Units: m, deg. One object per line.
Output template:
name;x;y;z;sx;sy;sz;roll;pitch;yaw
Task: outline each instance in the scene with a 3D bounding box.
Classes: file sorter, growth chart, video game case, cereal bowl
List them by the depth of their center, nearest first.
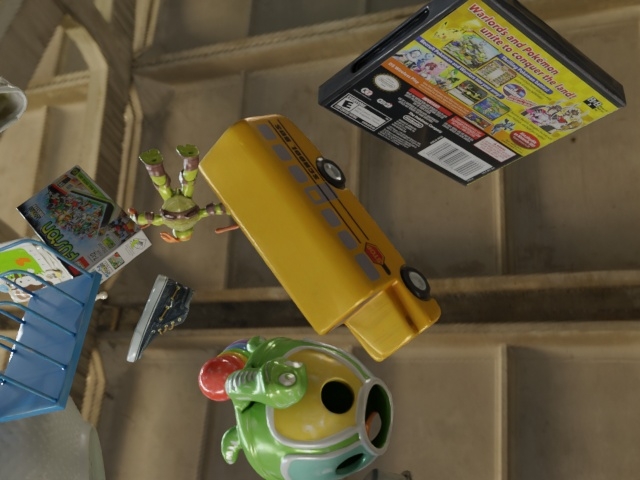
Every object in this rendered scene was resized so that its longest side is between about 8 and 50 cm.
file sorter;-0.344;0.101;0.812;0.118;0.104;0.170;-17;-129;29
video game case;0.179;-0.174;0.865;0.248;0.274;0.035;-28;-130;44
cereal bowl;-0.363;0.334;0.943;0.141;0.339;0.339;-6;-131;-12
growth chart;-0.553;0.072;1.397;0.171;0.237;0.021;-20;-131;10

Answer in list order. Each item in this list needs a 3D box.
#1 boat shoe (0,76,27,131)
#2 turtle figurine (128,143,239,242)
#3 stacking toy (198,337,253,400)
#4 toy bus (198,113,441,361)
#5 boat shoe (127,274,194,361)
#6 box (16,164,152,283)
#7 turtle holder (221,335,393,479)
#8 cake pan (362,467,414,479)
boat shoe;-0.546;-0.142;1.027;0.156;0.136;0.367;20;-147;6
turtle figurine;-0.292;-0.074;1.413;0.269;0.217;0.087;-4;-142;-1
stacking toy;-0.190;0.295;1.578;0.141;0.330;0.141;0;-94;7
toy bus;0.000;0.000;0.904;0.108;0.130;0.333;-42;-101;31
boat shoe;-0.319;0.165;1.441;0.183;0.083;0.065;-70;-166;-14
box;-0.345;-0.021;1.040;0.114;0.036;0.207;-40;-128;-16
turtle holder;-0.018;0.256;1.166;0.227;0.320;0.243;-2;-145;26
cake pan;0.049;0.470;1.083;0.054;0.293;0.293;28;-112;4
